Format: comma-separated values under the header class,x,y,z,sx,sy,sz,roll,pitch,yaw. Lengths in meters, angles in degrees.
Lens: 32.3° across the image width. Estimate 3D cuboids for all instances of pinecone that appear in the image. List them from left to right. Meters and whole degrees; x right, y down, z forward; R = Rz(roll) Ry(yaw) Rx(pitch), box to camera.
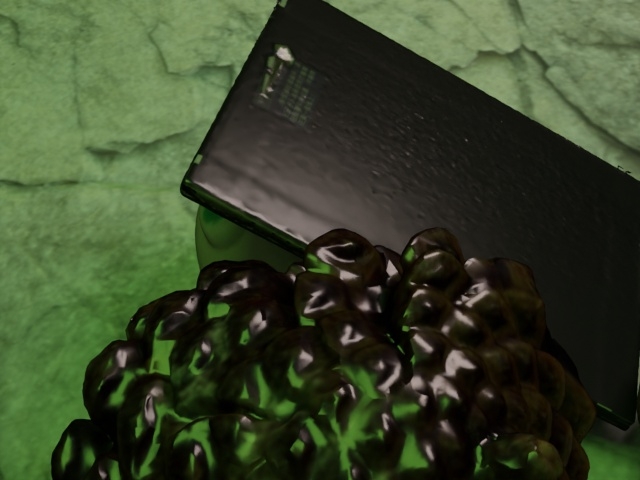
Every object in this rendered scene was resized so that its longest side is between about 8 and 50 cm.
class,x,y,z,sx,sy,sz,roll,pitch,yaw
pinecone,-0.002,0.144,0.620,0.296,0.242,0.298,1,60,20

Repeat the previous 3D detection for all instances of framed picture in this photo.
class,x,y,z,sx,sy,sz,roll,pitch,yaw
framed picture,0.090,-0.037,0.793,0.338,0.014,0.255,28,45,-8

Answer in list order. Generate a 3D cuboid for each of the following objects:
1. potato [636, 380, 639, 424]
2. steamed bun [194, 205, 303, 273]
class,x,y,z,sx,sy,sz,roll,pitch,yaw
potato,0.289,0.087,0.705,0.176,0.137,0.137,-32,47,9
steamed bun,0.000,0.000,0.829,0.177,0.131,0.228,-33,53,-18
